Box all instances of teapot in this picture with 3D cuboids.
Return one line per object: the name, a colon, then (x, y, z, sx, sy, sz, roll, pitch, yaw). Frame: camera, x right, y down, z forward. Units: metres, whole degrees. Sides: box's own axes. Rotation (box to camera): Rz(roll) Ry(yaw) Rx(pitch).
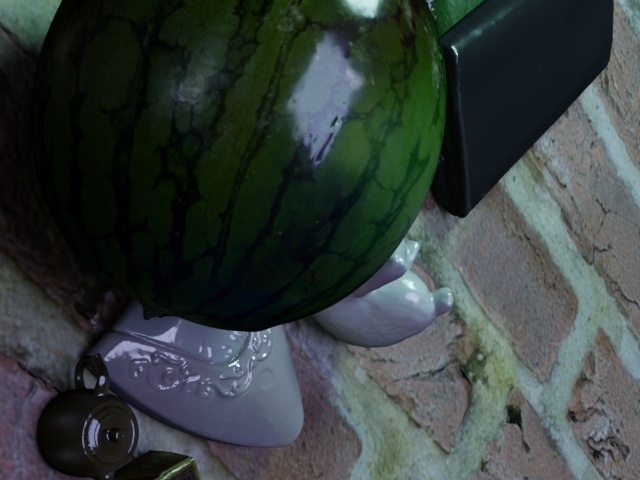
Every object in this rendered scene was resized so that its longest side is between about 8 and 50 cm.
teapot: (-0.189, 0.156, 1.067, 0.076, 0.068, 0.121, 0, 87, -47)

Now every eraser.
eraser: (-0.085, 0.109, 1.192, 0.243, 0.059, 0.204, 51, 54, -30)

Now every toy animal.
toy animal: (0.015, -0.003, 1.246, 0.282, 0.138, 0.140, 51, 14, -40)

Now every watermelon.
watermelon: (-0.065, -0.102, 1.017, 0.363, 0.363, 0.363, 1, 88, -48)

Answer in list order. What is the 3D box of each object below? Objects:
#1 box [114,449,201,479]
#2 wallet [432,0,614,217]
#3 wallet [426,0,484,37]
box: (-0.189, 0.301, 1.067, 0.240, 0.071, 0.159, -27, 107, -44)
wallet: (0.252, -0.223, 1.553, 0.406, 0.062, 0.228, -42, 137, -39)
wallet: (0.142, -0.329, 1.463, 0.160, 0.055, 0.236, -30, 119, -47)
